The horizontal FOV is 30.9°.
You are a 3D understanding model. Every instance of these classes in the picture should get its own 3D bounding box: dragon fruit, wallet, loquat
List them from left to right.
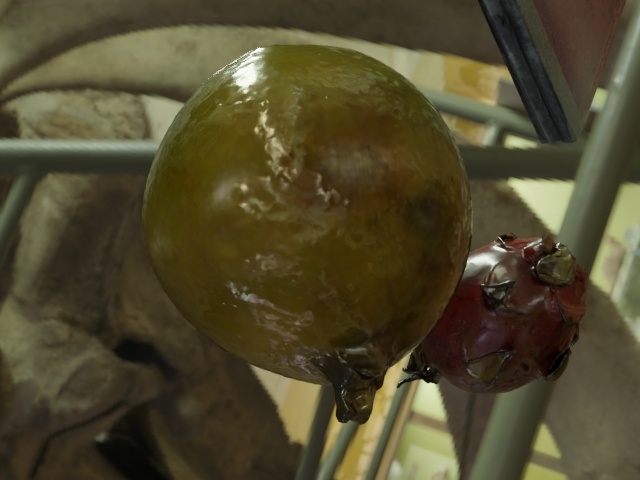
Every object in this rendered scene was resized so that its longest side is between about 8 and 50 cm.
[{"bbox_3d":[0.000,0.000,0.718,0.213,0.214,0.246,89,167,-58],"label":"loquat"},{"bbox_3d":[0.133,0.080,0.997,0.125,0.125,0.246,-23,-9,-32],"label":"dragon fruit"},{"bbox_3d":[0.076,-0.164,0.483,0.232,0.025,0.119,58,-137,-34],"label":"wallet"}]
